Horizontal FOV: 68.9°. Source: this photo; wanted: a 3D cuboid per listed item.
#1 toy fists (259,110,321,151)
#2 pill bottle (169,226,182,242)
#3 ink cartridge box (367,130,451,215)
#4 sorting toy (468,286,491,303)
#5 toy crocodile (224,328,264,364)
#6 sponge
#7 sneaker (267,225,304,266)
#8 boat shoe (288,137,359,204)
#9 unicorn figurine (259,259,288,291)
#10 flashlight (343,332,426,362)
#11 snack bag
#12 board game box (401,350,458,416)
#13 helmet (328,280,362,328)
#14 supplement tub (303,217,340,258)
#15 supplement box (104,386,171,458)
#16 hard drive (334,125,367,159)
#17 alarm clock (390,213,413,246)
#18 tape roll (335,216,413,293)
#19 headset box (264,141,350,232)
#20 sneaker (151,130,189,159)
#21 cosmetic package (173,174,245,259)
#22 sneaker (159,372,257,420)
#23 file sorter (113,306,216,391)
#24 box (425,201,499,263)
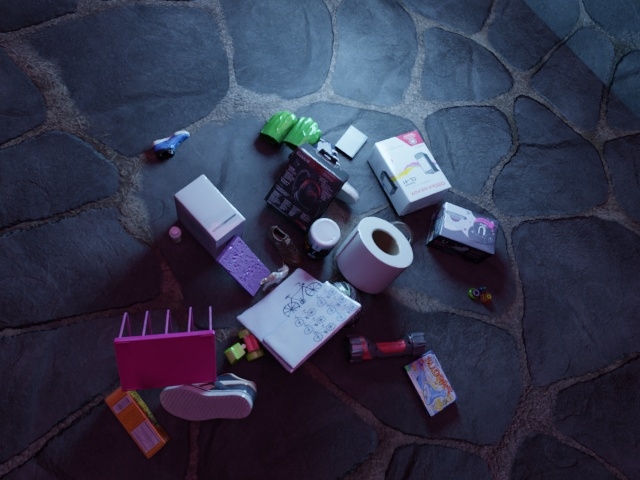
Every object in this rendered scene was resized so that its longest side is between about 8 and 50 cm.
[{"bbox_3d":[-0.115,-0.444,1.904,0.279,0.096,0.142,27,78,37],"label":"toy fists"},{"bbox_3d":[-0.534,-0.023,1.719,0.043,0.083,0.044,4,70,-12],"label":"pill bottle"},{"bbox_3d":[0.373,-0.288,1.982,0.226,0.131,0.306,-21,70,-21],"label":"ink cartridge box"},{"bbox_3d":[0.667,0.222,1.932,0.101,0.042,0.061,19,68,-5],"label":"sorting toy"},{"bbox_3d":[-0.179,0.344,1.662,0.340,0.105,0.115,-18,76,-18],"label":"toy crocodile"},{"bbox_3d":[-0.278,0.096,1.699,0.117,0.031,0.210,-54,128,-23],"label":"sponge"},{"bbox_3d":[-0.134,0.022,1.799,0.188,0.071,0.066,45,61,5],"label":"sneaker"},{"bbox_3d":[0.046,-0.303,1.923,0.340,0.127,0.158,36,74,2],"label":"boat shoe"},{"bbox_3d":[-0.168,0.140,1.743,0.111,0.162,0.060,-44,92,4],"label":"unicorn figurine"},{"bbox_3d":[0.244,0.391,1.746,0.303,0.103,0.103,-4,69,-13],"label":"flashlight"},{"bbox_3d":[-0.082,0.249,1.614,0.323,0.037,0.342,-39,45,-20],"label":"snack bag"},{"bbox_3d":[0.415,0.540,1.768,0.136,0.035,0.201,-25,78,-19],"label":"board game box"},{"bbox_3d":[0.077,0.234,1.720,0.169,0.161,0.170,-1,94,-20],"label":"helmet"},{"bbox_3d":[0.000,0.000,1.776,0.116,0.190,0.117,4,69,-12],"label":"supplement tub"},{"bbox_3d":[-0.584,0.576,1.498,0.080,0.078,0.233,-37,83,-10],"label":"supplement box"},{"bbox_3d":[0.134,-0.429,2.046,0.094,0.022,0.135,36,68,1],"label":"hard drive"},{"bbox_3d":[0.323,-0.031,1.933,0.129,0.064,0.192,17,65,-7],"label":"alarm clock"},{"bbox_3d":[0.203,0.056,1.765,0.246,0.169,0.246,21,40,-19],"label":"tape roll"},{"bbox_3d":[-0.044,-0.213,1.787,0.218,0.293,0.110,37,27,2],"label":"headset box"},{"bbox_3d":[-0.579,-0.370,1.841,0.152,0.058,0.085,-24,72,-15],"label":"sneaker"},{"bbox_3d":[-0.403,-0.078,1.692,0.138,0.224,0.225,-40,83,-22],"label":"cosmetic package"},{"bbox_3d":[-0.365,0.520,1.559,0.320,0.127,0.126,1,105,11],"label":"sneaker"},{"bbox_3d":[-0.492,0.338,1.522,0.290,0.202,0.182,-2,29,-13],"label":"file sorter"},{"bbox_3d":[0.594,-0.031,1.949,0.247,0.142,0.164,20,68,-6],"label":"box"}]
